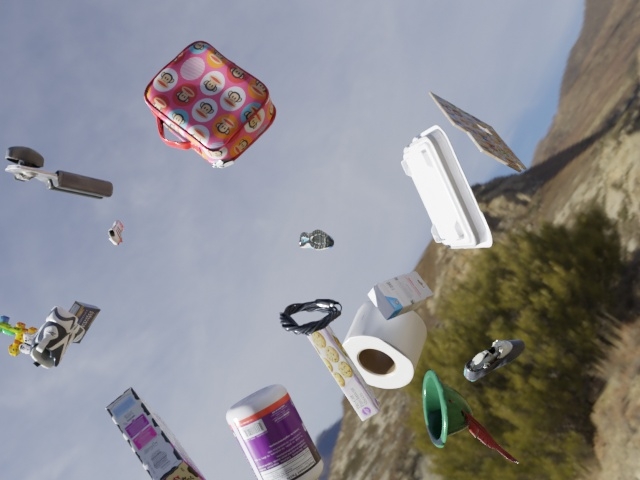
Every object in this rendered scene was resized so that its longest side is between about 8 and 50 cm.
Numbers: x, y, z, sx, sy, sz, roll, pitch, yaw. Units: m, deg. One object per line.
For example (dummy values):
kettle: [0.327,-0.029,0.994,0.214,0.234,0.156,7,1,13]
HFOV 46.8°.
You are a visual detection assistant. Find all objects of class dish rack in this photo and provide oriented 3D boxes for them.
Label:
dish rack: [0.312,-0.120,1.923,0.072,0.333,0.285,-24,2,-8]

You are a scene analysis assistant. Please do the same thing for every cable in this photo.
cable: [-0.038,0.217,2.064,0.150,0.184,0.047,-53,-47,-49]

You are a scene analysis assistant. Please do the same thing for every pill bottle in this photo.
pill bottle: [-0.111,0.565,2.000,0.181,0.323,0.181,-27,-1,-1]

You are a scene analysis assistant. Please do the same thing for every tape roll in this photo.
tape roll: [0.204,0.332,2.373,0.169,0.246,0.246,-60,-6,-44]

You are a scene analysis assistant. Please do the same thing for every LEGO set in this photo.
LEGO set: [-0.873,0.273,2.062,0.087,0.227,0.093,-27,-42,-83]

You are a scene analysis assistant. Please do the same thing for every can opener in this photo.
can opener: [-0.669,-0.176,1.905,0.283,0.076,0.095,11,-104,-48]

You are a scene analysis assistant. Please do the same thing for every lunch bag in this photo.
lunch bag: [-0.282,-0.324,1.809,0.258,0.293,0.120,-46,-20,-8]

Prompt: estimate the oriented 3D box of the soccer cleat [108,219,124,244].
soccer cleat: [-0.505,-0.024,1.817,0.029,0.083,0.035,-32,-46,19]

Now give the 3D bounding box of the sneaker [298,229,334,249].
sneaker: [0.000,0.000,2.318,0.073,0.162,0.063,10,-92,-32]

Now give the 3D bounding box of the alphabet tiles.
alphabet tiles: [0.350,-0.233,1.620,0.009,0.198,0.237,-54,31,24]

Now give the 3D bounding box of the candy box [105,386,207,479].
candy box: [-0.323,0.422,1.490,0.071,0.233,0.159,-40,-41,-14]

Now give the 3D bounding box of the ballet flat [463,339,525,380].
ballet flat: [0.504,0.336,2.147,0.203,0.074,0.074,-30,-17,-4]

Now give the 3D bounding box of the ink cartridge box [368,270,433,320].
ink cartridge box: [0.248,0.167,2.267,0.180,0.104,0.060,-15,-31,-39]

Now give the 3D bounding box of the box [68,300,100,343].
box: [-0.795,0.273,2.438,0.136,0.036,0.225,-59,-4,-7]

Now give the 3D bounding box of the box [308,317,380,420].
box: [0.067,0.381,2.196,0.067,0.324,0.063,-31,6,8]

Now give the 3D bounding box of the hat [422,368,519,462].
hat: [0.354,0.401,1.754,0.173,0.183,0.209,-123,30,-73]

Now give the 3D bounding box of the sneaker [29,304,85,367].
sneaker: [-0.708,0.272,1.964,0.153,0.094,0.235,-59,8,-23]
